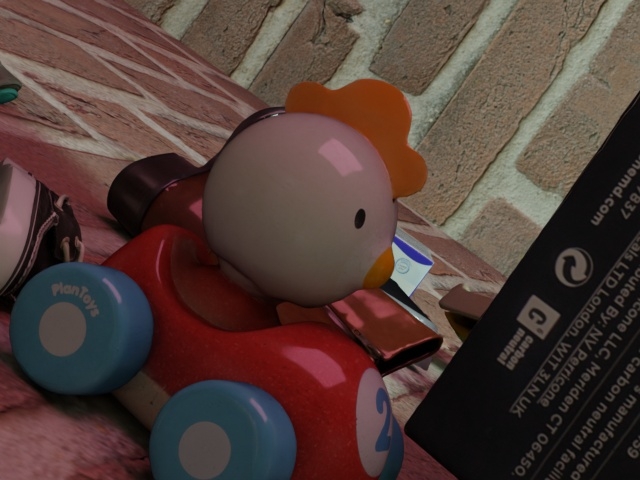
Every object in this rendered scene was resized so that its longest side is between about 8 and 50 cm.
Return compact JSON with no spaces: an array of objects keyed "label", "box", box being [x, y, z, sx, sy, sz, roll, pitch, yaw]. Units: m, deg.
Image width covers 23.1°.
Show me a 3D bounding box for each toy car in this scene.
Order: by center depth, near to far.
[{"label":"toy car","box":[-0.011,0.020,0.895,0.210,0.238,0.219,38,8,21]}]

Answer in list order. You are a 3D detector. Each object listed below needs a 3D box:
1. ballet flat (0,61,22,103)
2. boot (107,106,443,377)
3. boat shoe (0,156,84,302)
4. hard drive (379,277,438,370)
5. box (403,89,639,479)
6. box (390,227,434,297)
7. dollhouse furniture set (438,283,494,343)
[{"label":"ballet flat","box":[-0.293,-0.136,1.267,0.213,0.072,0.068,-67,143,-81]},{"label":"boot","box":[0.000,0.000,1.338,0.280,0.096,0.264,38,33,29]},{"label":"boat shoe","box":[-0.176,-0.002,0.940,0.070,0.078,0.219,32,6,-14]},{"label":"hard drive","box":[0.002,0.033,1.622,0.255,0.054,0.172,32,8,-25]},{"label":"box","box":[0.384,0.164,1.010,0.472,0.297,0.480,37,7,26]},{"label":"box","box":[0.074,0.013,2.021,0.126,0.072,0.137,35,6,-3]},{"label":"dollhouse furniture set","box":[0.238,0.184,1.679,0.301,0.151,0.197,17,-31,50]}]
